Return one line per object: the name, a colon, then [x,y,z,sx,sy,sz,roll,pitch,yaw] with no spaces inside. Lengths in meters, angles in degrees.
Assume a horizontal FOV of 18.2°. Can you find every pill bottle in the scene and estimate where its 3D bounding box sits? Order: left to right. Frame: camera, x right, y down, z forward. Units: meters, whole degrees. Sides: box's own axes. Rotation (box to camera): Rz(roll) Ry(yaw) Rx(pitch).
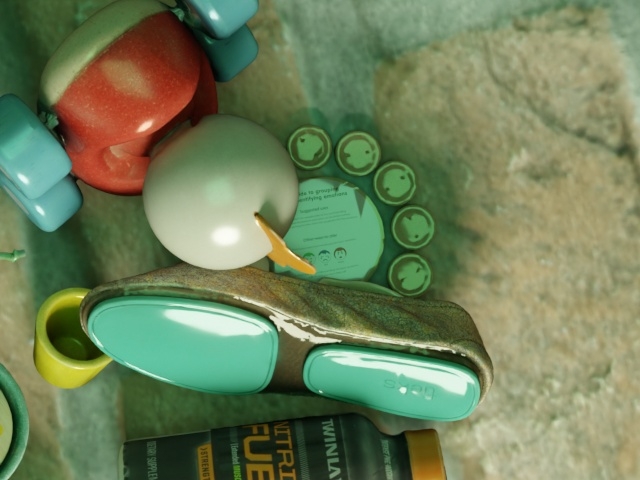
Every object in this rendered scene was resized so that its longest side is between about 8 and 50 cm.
pill bottle: [-0.025,0.201,1.520,0.246,0.130,0.130,-7,91,-2]

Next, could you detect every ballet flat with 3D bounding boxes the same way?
ballet flat: [-0.025,0.065,1.520,0.316,0.106,0.107,14,130,-8]

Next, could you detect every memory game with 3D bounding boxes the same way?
memory game: [0.000,0.000,1.575,0.186,0.012,0.186,0,91,-1]

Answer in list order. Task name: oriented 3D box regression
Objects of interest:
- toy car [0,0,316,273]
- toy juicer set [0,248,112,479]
toy car: [-0.092,-0.052,1.460,0.219,0.210,0.238,-41,82,-9]
toy juicer set: [-0.312,0.113,1.460,0.209,0.089,0.329,38,57,3]
